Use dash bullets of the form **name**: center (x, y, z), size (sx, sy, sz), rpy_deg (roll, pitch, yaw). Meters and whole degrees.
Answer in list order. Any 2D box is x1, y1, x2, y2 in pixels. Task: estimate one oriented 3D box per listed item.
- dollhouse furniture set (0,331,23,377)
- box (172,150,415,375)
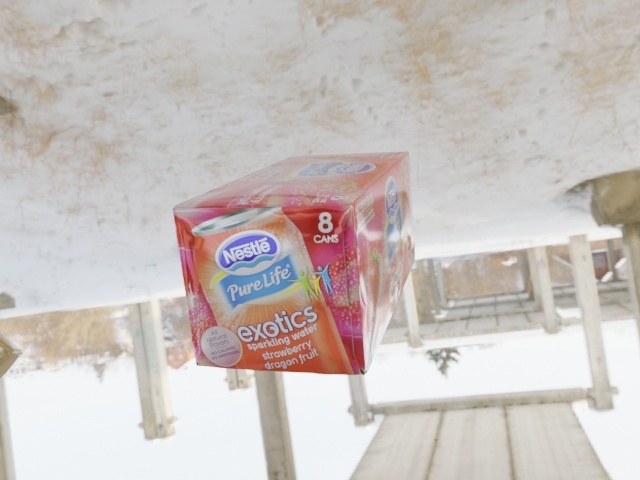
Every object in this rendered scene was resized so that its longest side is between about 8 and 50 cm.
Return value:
- **dollhouse furniture set**: center (-0.279, 0.067, 0.398), size (0.081, 0.114, 0.091), rpy_deg (-9, -144, 49)
- **box**: center (0.000, 0.000, 0.495), size (0.128, 0.122, 0.257), rpy_deg (0, -165, 17)
